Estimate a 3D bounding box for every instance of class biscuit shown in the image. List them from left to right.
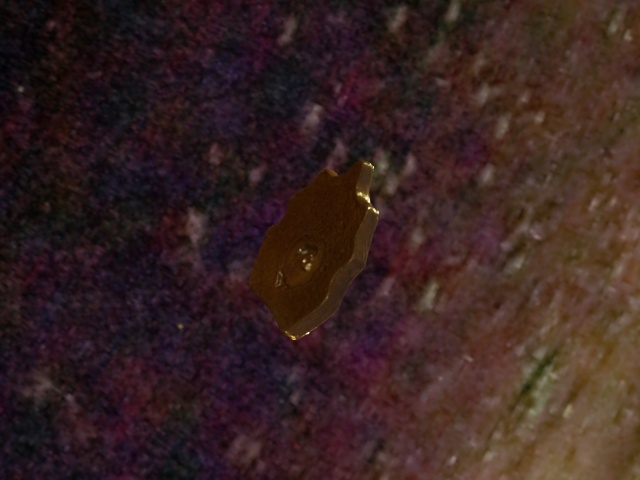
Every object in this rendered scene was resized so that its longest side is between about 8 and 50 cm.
[{"bbox_3d":[0.002,0.001,1.246,0.034,0.182,0.215,26,103,-36],"label":"biscuit"}]
